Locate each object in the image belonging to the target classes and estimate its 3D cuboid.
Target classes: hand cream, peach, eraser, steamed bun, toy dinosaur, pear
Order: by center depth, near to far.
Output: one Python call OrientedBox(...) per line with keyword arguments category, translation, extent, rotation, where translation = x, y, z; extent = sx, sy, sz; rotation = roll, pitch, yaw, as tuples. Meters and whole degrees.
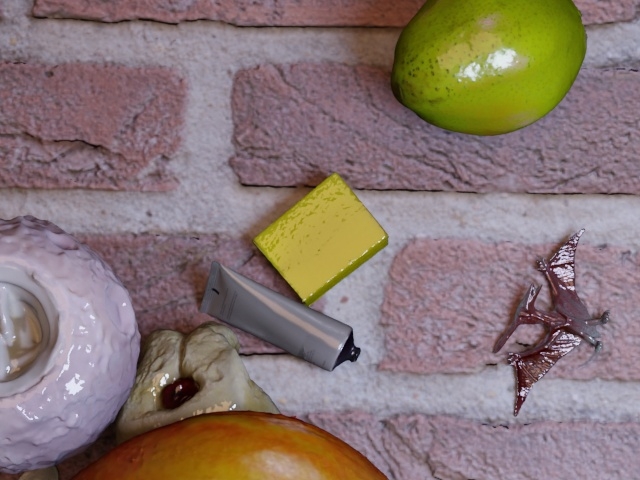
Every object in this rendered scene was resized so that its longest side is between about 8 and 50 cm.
OrientedBox(category="peach", translation=(-0.096, 0.330, 1.535), extent=(0.373, 0.372, 0.290), rotation=(-7, 58, 3))
OrientedBox(category="steamed bun", translation=(-0.134, 0.160, 1.675), extent=(0.172, 0.141, 0.155), rotation=(-15, 56, 6))
OrientedBox(category="pear", translation=(0.173, -0.197, 1.696), extent=(0.220, 0.187, 0.187), rotation=(-30, 77, -17))
OrientedBox(category="toy dinosaur", translation=(0.257, 0.091, 1.710), extent=(0.108, 0.032, 0.220), rotation=(18, 82, 5))
OrientedBox(category="hand cream", translation=(-0.043, 0.089, 1.716), extent=(0.186, 0.087, 0.054), rotation=(25, 46, 6))
OrientedBox(category="eraser", translation=(0.000, 0.000, 1.741), extent=(0.122, 0.045, 0.097), rotation=(-38, 79, -4))

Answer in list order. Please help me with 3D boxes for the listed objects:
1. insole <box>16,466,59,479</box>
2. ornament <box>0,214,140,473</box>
OrientedBox(category="insole", translation=(-0.334, 0.310, 1.721), extent=(0.053, 0.002, 0.152), rotation=(31, 82, 10))
OrientedBox(category="ornament", translation=(-0.310, 0.105, 1.570), extent=(0.259, 0.225, 0.259), rotation=(0, 78, -1))
